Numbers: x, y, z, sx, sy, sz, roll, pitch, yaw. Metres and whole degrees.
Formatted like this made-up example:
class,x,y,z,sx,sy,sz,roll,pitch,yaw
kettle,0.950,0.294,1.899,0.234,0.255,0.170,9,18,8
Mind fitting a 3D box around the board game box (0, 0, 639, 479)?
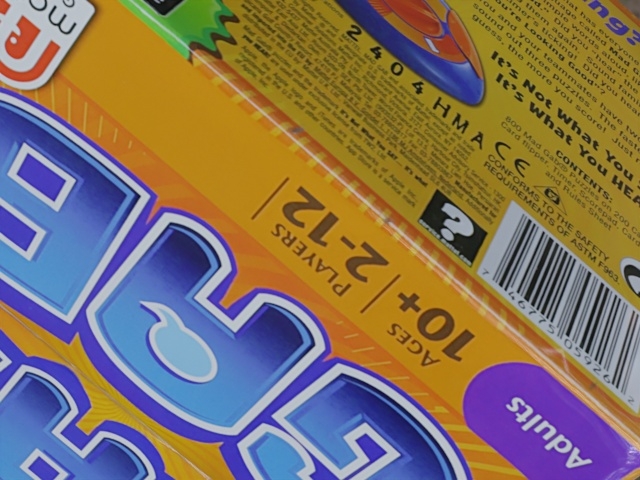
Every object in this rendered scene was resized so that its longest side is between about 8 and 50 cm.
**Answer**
class,x,y,z,sx,sy,sz,roll,pitch,yaw
board game box,-0.034,-0.007,0.782,0.356,0.356,0.356,-46,-175,36
